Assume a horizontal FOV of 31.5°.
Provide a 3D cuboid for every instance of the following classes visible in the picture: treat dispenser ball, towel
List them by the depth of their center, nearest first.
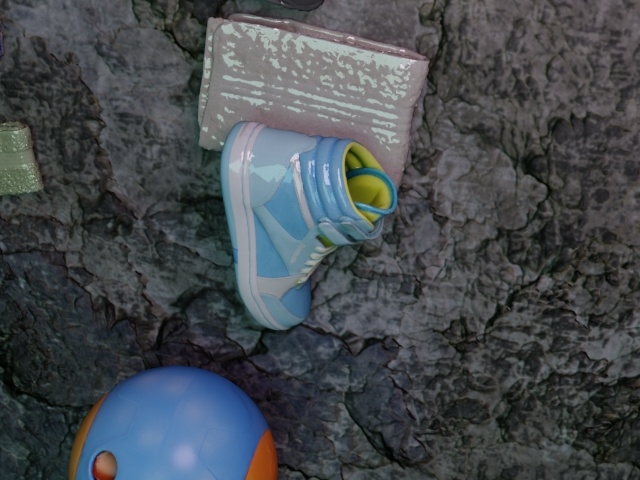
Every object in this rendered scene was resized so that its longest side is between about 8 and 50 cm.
[{"bbox_3d":[-0.017,-0.174,1.422,0.282,0.049,0.187,15,119,8],"label":"towel"},{"bbox_3d":[-0.203,0.318,1.572,0.288,0.288,0.288,6,116,13],"label":"treat dispenser ball"},{"bbox_3d":[-0.464,-0.112,1.591,0.148,0.027,0.110,-1,115,17],"label":"towel"}]

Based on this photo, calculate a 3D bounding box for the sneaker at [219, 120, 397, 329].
[{"bbox_3d":[0.000,0.000,1.426,0.208,0.127,0.319,5,134,18],"label":"sneaker"}]

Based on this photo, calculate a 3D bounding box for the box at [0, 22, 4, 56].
[{"bbox_3d":[-0.458,-0.316,1.476,0.059,0.054,0.169,7,117,13],"label":"box"}]

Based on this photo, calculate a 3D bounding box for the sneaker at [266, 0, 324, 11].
[{"bbox_3d":[-0.084,-0.390,1.308,0.130,0.109,0.286,-38,102,21],"label":"sneaker"}]
